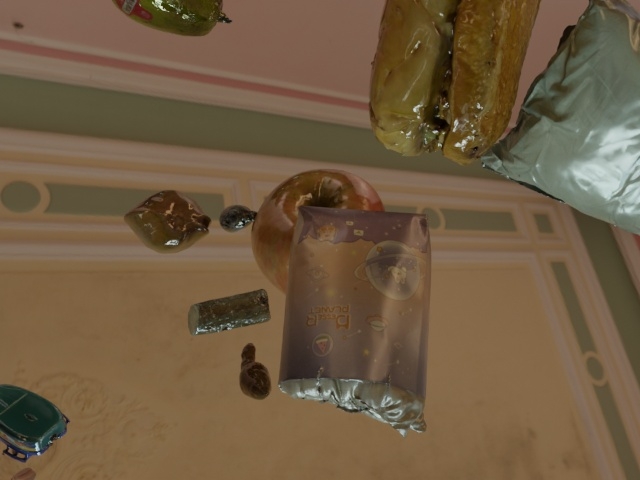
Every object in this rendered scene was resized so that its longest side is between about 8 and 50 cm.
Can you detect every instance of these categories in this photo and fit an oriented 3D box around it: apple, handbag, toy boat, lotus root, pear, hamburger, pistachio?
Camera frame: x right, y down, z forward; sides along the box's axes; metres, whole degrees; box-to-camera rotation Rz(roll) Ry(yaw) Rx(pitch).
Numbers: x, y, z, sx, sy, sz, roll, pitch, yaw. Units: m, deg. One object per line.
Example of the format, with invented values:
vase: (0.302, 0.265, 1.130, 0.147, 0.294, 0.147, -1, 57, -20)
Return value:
apple: (0.000, 0.000, 1.475, 0.390, 0.347, 0.392, -4, -132, 5)
handbag: (0.029, 0.059, 0.407, 0.117, 0.095, 0.173, 3, -113, 3)
toy boat: (-0.465, 0.281, 0.792, 0.174, 0.110, 0.091, 22, -144, 18)
lotus root: (-0.250, -0.068, 1.564, 0.088, 0.165, 0.088, 3, -95, -40)
pear: (-0.417, -0.713, 1.452, 0.375, 0.287, 0.288, 27, -124, -20)
hamburger: (0.172, -0.243, 0.615, 0.158, 0.319, 0.319, 22, -128, 18)
pistachio: (-0.405, -0.041, 1.372, 0.212, 0.260, 0.163, 14, -107, -17)

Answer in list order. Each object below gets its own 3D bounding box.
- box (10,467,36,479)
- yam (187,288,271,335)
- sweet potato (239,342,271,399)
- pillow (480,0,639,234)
box: (-0.528, 0.444, 0.881, 0.025, 0.048, 0.115, 29, -88, 10)
yam: (-0.199, 0.157, 1.139, 0.179, 0.078, 0.078, -8, -110, -19)
sweet potato: (-0.160, 0.320, 1.237, 0.074, 0.269, 0.075, -4, -76, -15)
pillow: (0.405, -0.132, 0.688, 0.309, 0.283, 0.138, 27, -128, 1)
